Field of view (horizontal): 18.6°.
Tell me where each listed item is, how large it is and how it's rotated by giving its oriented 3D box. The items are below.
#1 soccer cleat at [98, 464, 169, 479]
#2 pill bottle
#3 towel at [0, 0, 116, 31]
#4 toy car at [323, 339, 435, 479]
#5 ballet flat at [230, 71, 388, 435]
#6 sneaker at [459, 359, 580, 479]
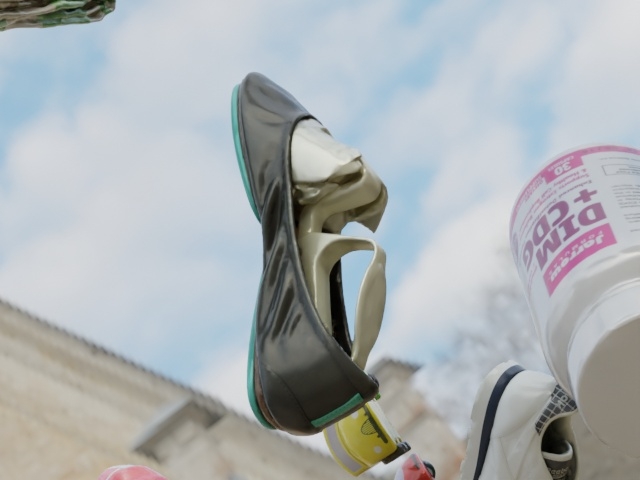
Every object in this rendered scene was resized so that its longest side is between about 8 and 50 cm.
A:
[{"bbox_3d":[-0.165,0.323,1.752,0.083,0.095,0.248,-4,-82,-31],"label":"soccer cleat"},{"bbox_3d":[0.249,0.045,1.574,0.160,0.283,0.160,-2,-64,-3],"label":"pill bottle"},{"bbox_3d":[-0.307,-0.159,1.312,0.325,0.248,0.038,-33,-53,-67],"label":"towel"},{"bbox_3d":[0.032,0.144,1.592,0.053,0.225,0.239,-33,-41,2],"label":"toy car"},{"bbox_3d":[0.000,0.000,1.328,0.096,0.280,0.095,-17,-29,21],"label":"ballet flat"},{"bbox_3d":[0.179,0.227,1.757,0.090,0.095,0.235,-28,-50,-50],"label":"sneaker"}]
